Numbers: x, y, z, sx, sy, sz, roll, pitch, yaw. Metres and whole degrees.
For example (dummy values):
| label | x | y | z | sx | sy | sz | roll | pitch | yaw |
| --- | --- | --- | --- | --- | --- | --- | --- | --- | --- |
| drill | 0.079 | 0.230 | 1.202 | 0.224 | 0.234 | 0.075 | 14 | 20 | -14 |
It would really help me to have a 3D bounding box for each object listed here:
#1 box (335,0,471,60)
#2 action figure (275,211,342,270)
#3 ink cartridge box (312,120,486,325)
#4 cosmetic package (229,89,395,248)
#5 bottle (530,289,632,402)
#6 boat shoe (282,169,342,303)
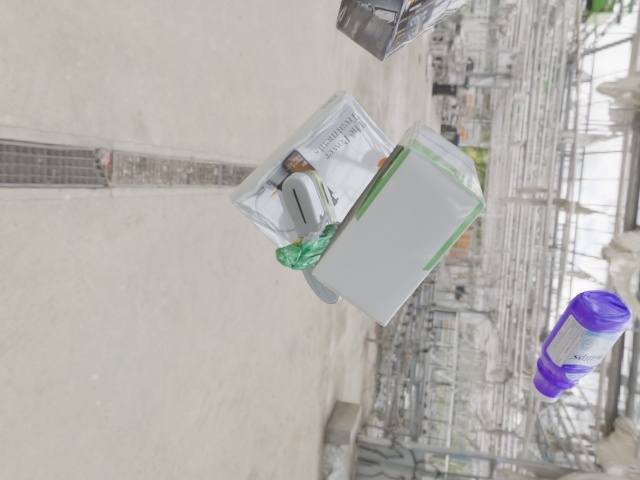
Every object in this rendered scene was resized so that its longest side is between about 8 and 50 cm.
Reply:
| label | x | y | z | sx | sy | sz | roll | pitch | yaw |
| --- | --- | --- | --- | --- | --- | --- | --- | --- | --- |
| box | 0.162 | -0.367 | 0.624 | 0.307 | 0.076 | 0.242 | -41 | 164 | -31 |
| action figure | 0.000 | 0.000 | 0.993 | 0.137 | 0.063 | 0.232 | -47 | 167 | 34 |
| ink cartridge box | 0.086 | -0.031 | 0.608 | 0.154 | 0.093 | 0.212 | -54 | -177 | 21 |
| cosmetic package | 0.011 | -0.133 | 1.409 | 0.284 | 0.377 | 0.097 | 45 | 3 | -22 |
| bottle | 0.523 | 0.228 | 1.190 | 0.092 | 0.118 | 0.283 | -109 | -155 | -47 |
| boat shoe | 0.007 | -0.011 | 1.260 | 0.094 | 0.109 | 0.303 | -29 | 110 | -45 |
